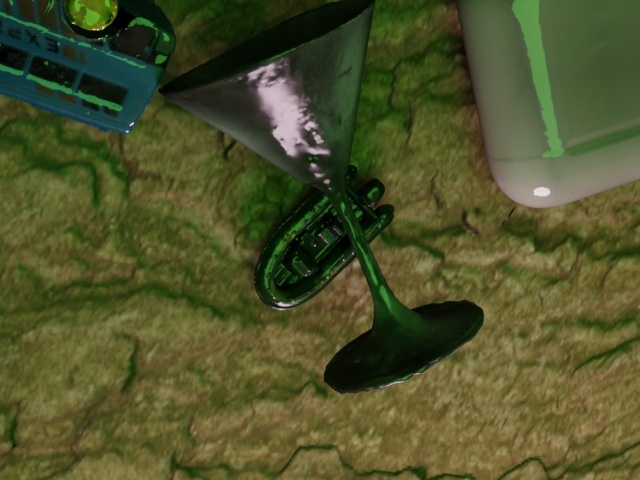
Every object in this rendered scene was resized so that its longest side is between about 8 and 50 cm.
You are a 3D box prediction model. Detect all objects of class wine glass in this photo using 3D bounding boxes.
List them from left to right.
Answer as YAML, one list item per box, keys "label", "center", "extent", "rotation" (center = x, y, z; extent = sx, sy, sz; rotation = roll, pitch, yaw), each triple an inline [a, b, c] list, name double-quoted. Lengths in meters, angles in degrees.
- label: "wine glass"
  center: [0.023, -0.050, 1.648]
  extent: [0.267, 0.267, 0.406]
  rotation: [-28, 103, -9]

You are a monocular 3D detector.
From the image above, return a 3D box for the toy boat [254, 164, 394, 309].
- label: "toy boat"
  center: [0.000, 0.000, 1.798]
  extent: [0.210, 0.052, 0.104]
  rotation: [-45, 116, -3]

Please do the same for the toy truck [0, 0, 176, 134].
- label: "toy truck"
  center: [-0.354, -0.252, 1.558]
  extent: [0.385, 0.161, 0.162]
  rotation: [19, 107, -23]

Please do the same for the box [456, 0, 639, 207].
- label: "box"
  center: [0.323, -0.228, 1.793]
  extent: [0.289, 0.141, 0.349]
  rotation: [-19, 109, -13]
